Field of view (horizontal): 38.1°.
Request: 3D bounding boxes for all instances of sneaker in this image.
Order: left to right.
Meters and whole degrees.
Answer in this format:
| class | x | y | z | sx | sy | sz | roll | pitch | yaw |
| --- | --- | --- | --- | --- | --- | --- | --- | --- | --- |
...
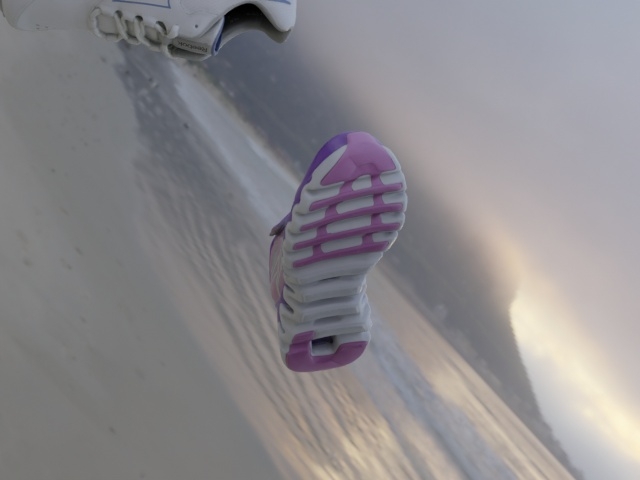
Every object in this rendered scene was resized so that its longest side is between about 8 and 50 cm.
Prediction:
| class | x | y | z | sx | sy | sz | roll | pitch | yaw |
| --- | --- | --- | --- | --- | --- | --- | --- | --- | --- |
| sneaker | -0.160 | -0.239 | 0.906 | 0.111 | 0.297 | 0.129 | 113 | -35 | -74 |
| sneaker | 0.000 | 0.000 | 0.765 | 0.104 | 0.095 | 0.236 | -113 | -155 | -43 |
